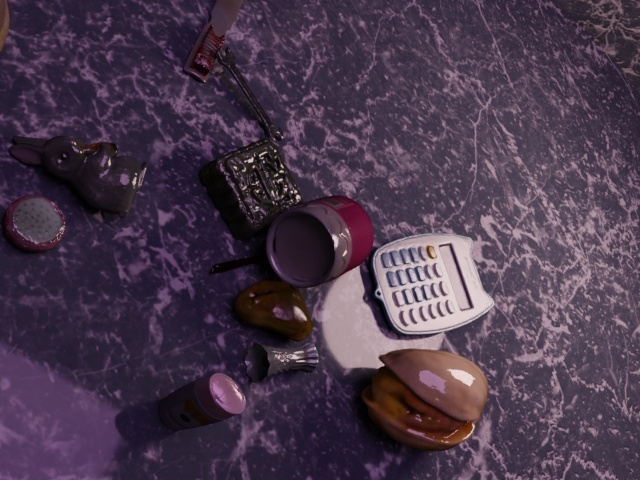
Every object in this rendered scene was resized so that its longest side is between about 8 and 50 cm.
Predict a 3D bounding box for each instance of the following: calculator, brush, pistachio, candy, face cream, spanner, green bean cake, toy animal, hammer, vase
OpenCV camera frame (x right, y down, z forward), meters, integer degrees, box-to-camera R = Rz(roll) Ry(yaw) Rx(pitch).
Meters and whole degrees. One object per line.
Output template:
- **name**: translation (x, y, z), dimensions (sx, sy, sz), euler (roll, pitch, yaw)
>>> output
- **calculator**: translation (0.275, 0.109, 1.786), dimensions (0.386, 0.054, 0.256), euler (-7, 75, -40)
- **brush**: translation (-0.240, -0.501, 1.653), dimensions (0.060, 0.050, 0.321), euler (30, 53, -21)
- **pistachio**: translation (0.242, 0.343, 1.553), dimensions (0.309, 0.230, 0.229), euler (17, 60, -27)
- **candy**: translation (-0.498, -0.028, 1.222), dimensions (0.103, 0.043, 0.103), euler (20, 57, -34)
- **face cream**: translation (-0.208, 0.282, 1.208), dimensions (0.084, 0.198, 0.057), euler (49, 48, -9)
- **spanner**: translation (-0.161, -0.334, 1.628), dimensions (0.254, 0.015, 0.054), euler (57, 40, -18)
- **pistachio**: translation (-0.083, 0.140, 1.444), dimensions (0.189, 0.100, 0.110), euler (27, 59, -26)
- **green bean cake**: translation (-0.142, -0.114, 1.526), dimensions (0.183, 0.094, 0.185), euler (-30, 95, -44)
- **face cream**: translation (0.000, 0.000, 1.498), dimensions (0.195, 0.175, 0.175), euler (-21, 84, -59)
- **toy animal**: translation (-0.436, -0.134, 1.278), dimensions (0.236, 0.108, 0.138), euler (21, 58, -30)
- **hammer**: translation (-0.161, 0.041, 1.485), dimensions (0.178, 0.021, 0.065), euler (-15, 79, -40)
- **vase**: translation (-0.072, 0.243, 1.426), dimensions (0.149, 0.081, 0.081), euler (4, 68, -43)

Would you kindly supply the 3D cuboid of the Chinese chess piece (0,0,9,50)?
- **Chinese chess piece**: translation (-0.674, -0.399, 1.210), dimensions (0.257, 0.104, 0.257), euler (17, 61, -32)
